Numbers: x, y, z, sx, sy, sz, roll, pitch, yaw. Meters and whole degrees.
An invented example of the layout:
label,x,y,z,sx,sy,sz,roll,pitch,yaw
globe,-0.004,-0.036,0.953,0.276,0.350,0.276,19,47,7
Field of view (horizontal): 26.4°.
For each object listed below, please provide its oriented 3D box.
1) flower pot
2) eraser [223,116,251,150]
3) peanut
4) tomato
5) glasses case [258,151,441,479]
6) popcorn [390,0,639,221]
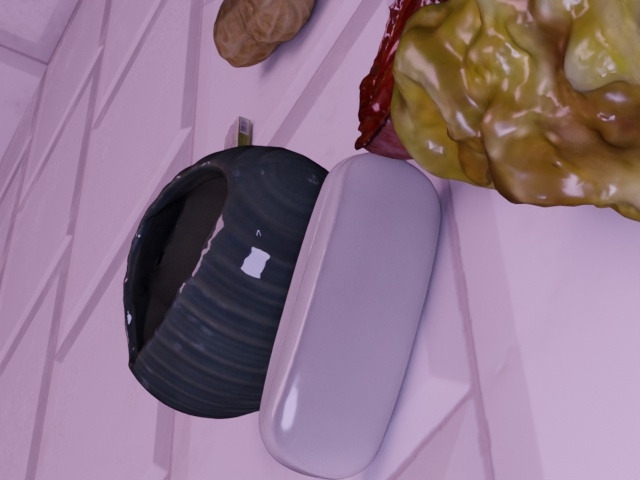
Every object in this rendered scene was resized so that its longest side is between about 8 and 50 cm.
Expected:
label,x,y,z,sx,sy,sz,roll,pitch,yaw
flower pot,-0.063,0.035,1.082,0.243,0.157,0.189,-51,39,36
eraser,-0.092,-0.097,1.506,0.038,0.019,0.083,-51,27,37
peanut,-0.060,-0.250,1.490,0.093,0.083,0.194,66,149,14
tomato,0.105,-0.152,0.943,0.228,0.101,0.228,-158,90,-78
glasses case,0.022,0.051,0.954,0.059,0.092,0.233,-16,57,64
popcorn,0.156,-0.122,0.671,0.286,0.174,0.225,-61,28,22
